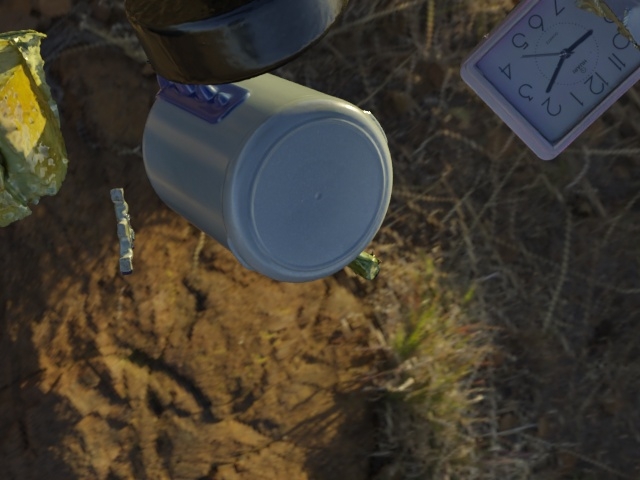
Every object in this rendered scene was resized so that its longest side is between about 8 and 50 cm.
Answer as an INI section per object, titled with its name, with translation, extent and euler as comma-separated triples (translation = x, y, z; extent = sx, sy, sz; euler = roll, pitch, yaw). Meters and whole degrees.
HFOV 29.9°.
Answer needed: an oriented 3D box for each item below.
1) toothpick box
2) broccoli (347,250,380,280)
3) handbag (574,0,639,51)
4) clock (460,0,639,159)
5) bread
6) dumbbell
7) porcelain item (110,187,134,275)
[toothpick box]
translation = -0.099, -0.117, 1.577
extent = 0.263, 0.354, 0.263
euler = -12, 114, -29
[broccoli]
translation = 0.000, 0.002, 1.799
extent = 0.204, 0.118, 0.122
euler = 24, 55, 27
[handbag]
translation = 0.216, -0.159, 0.636
extent = 0.095, 0.173, 0.117
euler = 20, 39, -35
[clock]
translation = 0.265, -0.204, 1.295
extent = 0.150, 0.063, 0.197
euler = 45, 106, -4
[bread]
translation = -0.336, -0.095, 1.013
extent = 0.186, 0.257, 0.124
euler = -57, 145, -52
[dumbbell]
translation = -0.116, -0.312, 1.019
extent = 0.204, 0.204, 0.322
euler = -47, 133, -27
[porcelain item]
translation = -0.303, -0.011, 1.866
extent = 0.021, 0.075, 0.136
euler = -8, 83, 1
